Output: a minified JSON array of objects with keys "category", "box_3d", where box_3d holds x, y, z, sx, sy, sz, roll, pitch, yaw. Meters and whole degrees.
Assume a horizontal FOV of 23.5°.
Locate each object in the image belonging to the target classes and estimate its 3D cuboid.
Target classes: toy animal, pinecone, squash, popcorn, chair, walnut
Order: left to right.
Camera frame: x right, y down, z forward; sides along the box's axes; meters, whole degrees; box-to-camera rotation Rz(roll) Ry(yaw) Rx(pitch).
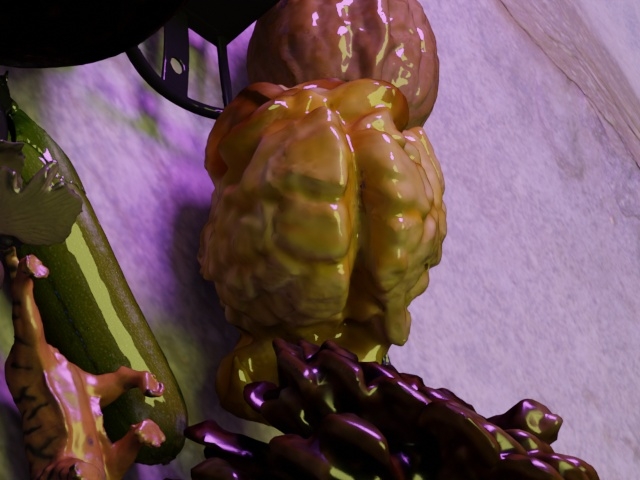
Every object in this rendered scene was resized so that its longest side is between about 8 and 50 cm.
[{"category":"toy animal","box_3d":[-0.246,0.027,1.034,0.094,0.214,0.186,44,67,9]},{"category":"toy animal","box_3d":[-0.198,0.106,1.134,0.114,0.116,0.255,14,53,-52]},{"category":"squash","box_3d":[-0.196,0.027,1.204,0.087,0.087,0.331,-28,92,-55]},{"category":"chair","box_3d":[-0.104,-0.259,1.453,0.154,0.141,0.260,30,36,-37]},{"category":"popcorn","box_3d":[0.000,0.000,1.332,0.225,0.265,0.332,16,70,-11]},{"category":"walnut","box_3d":[0.023,-0.172,1.537,0.213,0.213,0.213,31,45,-37]},{"category":"pinecone","box_3d":[0.054,0.260,1.129,0.397,0.397,0.398,31,45,-37]}]

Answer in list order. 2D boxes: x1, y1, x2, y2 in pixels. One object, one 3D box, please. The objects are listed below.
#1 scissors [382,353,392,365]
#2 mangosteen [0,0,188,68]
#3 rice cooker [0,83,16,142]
[{"category":"scissors","box_3d":[0.087,0.174,1.523,0.300,0.022,0.109,47,41,-21]},{"category":"mangosteen","box_3d":[-0.223,-0.283,1.208,0.297,0.297,0.313,45,2,-23]},{"category":"rice cooker","box_3d":[-0.306,-0.067,1.094,0.142,0.118,0.203,48,39,-7]}]
